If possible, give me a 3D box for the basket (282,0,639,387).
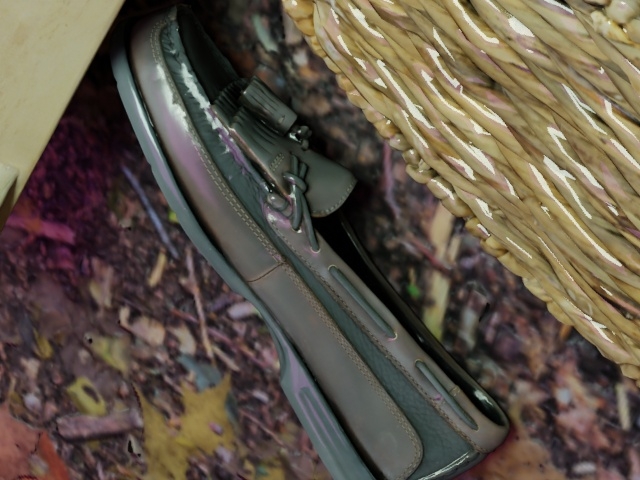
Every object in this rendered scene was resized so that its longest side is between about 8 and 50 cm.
[{"bbox_3d":[0.151,-0.095,0.549,0.299,0.223,0.213,46,162,9],"label":"basket"}]

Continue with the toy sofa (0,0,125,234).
[{"bbox_3d":[-0.137,-0.154,0.631,0.150,0.177,0.362,26,132,-14],"label":"toy sofa"}]

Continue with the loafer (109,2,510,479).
[{"bbox_3d":[0.000,0.000,0.714,0.084,0.096,0.267,-24,103,20],"label":"loafer"}]
